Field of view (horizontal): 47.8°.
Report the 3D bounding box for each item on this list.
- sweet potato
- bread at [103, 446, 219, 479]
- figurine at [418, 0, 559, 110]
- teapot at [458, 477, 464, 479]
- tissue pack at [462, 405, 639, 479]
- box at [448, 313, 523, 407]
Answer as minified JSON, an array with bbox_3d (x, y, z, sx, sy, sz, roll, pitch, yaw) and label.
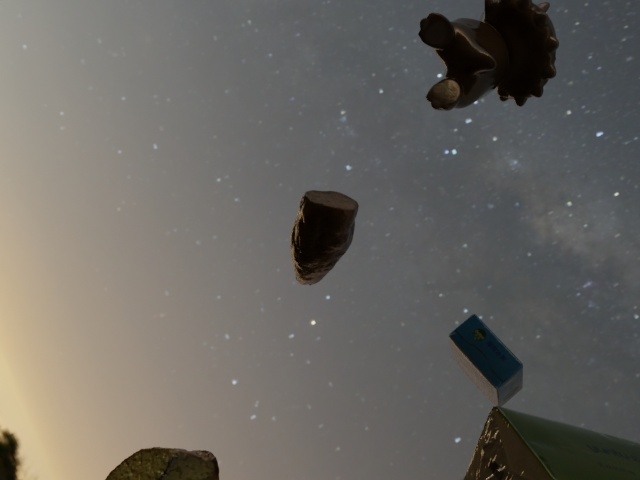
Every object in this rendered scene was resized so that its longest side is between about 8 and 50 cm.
[{"bbox_3d":[0.000,0.000,1.152,0.097,0.097,0.251,54,-26,21],"label":"sweet potato"},{"bbox_3d":[-0.285,0.428,1.154,0.134,0.260,0.129,17,-24,48],"label":"bread"},{"bbox_3d":[0.284,-0.297,1.130,0.173,0.247,0.177,-5,-86,33],"label":"figurine"},{"bbox_3d":[0.411,0.653,1.777,0.300,0.209,0.165,-44,-141,48],"label":"teapot"},{"bbox_3d":[0.337,0.337,0.874,0.200,0.275,0.167,-120,-131,-75],"label":"tissue pack"},{"bbox_3d":[0.333,0.245,1.445,0.139,0.073,0.194,48,-6,27],"label":"box"}]
